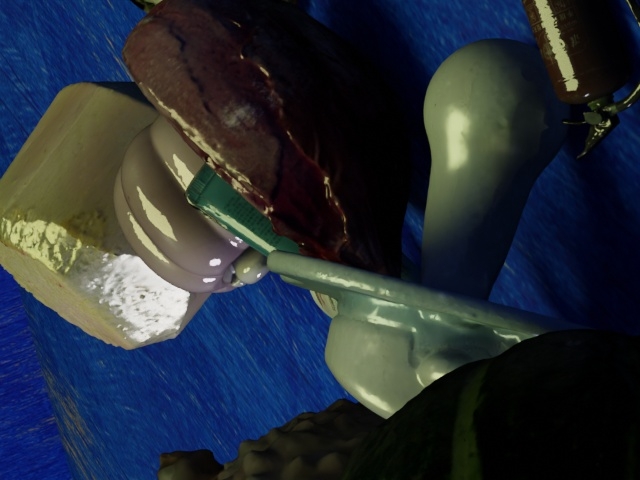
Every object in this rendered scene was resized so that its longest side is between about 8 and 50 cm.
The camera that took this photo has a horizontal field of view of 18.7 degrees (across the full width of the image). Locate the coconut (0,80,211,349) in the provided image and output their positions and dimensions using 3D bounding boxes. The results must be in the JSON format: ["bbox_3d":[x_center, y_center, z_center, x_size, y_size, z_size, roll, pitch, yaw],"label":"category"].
[{"bbox_3d":[-0.176,-0.041,1.829,0.239,0.244,0.239,33,165,11],"label":"coconut"}]

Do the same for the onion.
[{"bbox_3d":[-0.002,-0.074,1.382,0.283,0.120,0.227,51,-162,17],"label":"onion"}]

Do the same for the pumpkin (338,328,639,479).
[{"bbox_3d":[0.139,0.199,0.937,0.241,0.323,0.323,-77,-22,-59],"label":"pumpkin"}]

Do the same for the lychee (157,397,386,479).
[{"bbox_3d":[0.033,0.308,1.345,0.432,0.380,0.380,44,158,10],"label":"lychee"}]

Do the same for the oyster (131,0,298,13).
[{"bbox_3d":[-0.102,-0.221,1.553,0.198,0.092,0.260,37,153,7],"label":"oyster"}]

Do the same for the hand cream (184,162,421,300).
[{"bbox_3d":[0.000,0.000,1.492,0.224,0.083,0.048,38,-179,17],"label":"hand cream"}]

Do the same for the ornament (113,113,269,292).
[{"bbox_3d":[-0.077,-0.037,1.613,0.177,0.177,0.177,58,160,35],"label":"ornament"}]

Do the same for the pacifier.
[{"bbox_3d":[0.098,-0.001,1.129,0.299,0.244,0.233,59,-139,-87],"label":"pacifier"}]

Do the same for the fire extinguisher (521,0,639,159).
[{"bbox_3d":[0.137,-0.126,1.044,0.078,0.045,0.157,-20,89,52],"label":"fire extinguisher"}]

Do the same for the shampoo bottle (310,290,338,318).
[{"bbox_3d":[0.032,0.040,1.577,0.152,0.045,0.077,25,133,66],"label":"shampoo bottle"}]
